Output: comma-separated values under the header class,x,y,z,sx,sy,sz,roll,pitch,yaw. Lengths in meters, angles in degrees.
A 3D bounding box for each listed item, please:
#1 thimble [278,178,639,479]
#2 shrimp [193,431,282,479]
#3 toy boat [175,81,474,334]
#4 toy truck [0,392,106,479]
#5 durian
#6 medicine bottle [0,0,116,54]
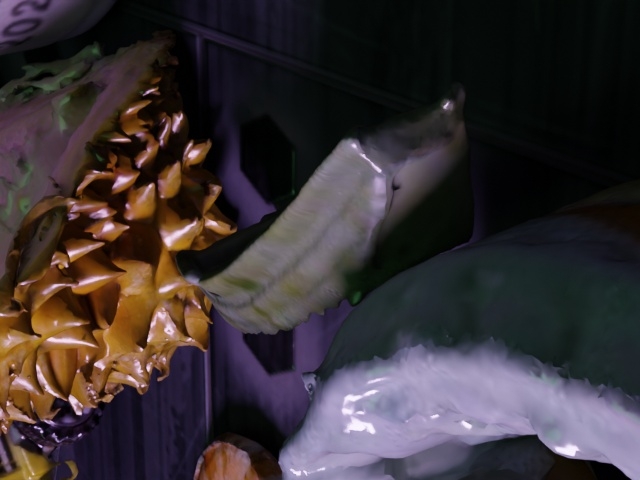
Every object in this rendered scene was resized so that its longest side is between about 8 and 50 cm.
class,x,y,z,sx,sy,sz,roll,pitch,yaw
thimble,0.119,0.112,0.546,0.288,0.167,0.254,15,115,46
shrimp,-0.025,0.206,0.868,0.195,0.035,0.148,58,139,27
toy boat,0.000,0.000,0.651,0.055,0.093,0.293,64,163,1
toy truck,-0.225,0.039,0.986,0.136,0.111,0.286,-21,86,54
durian,-0.187,0.042,0.810,0.305,0.196,0.185,-23,106,19
medicine bottle,-0.289,-0.165,0.760,0.211,0.371,0.211,25,125,44
